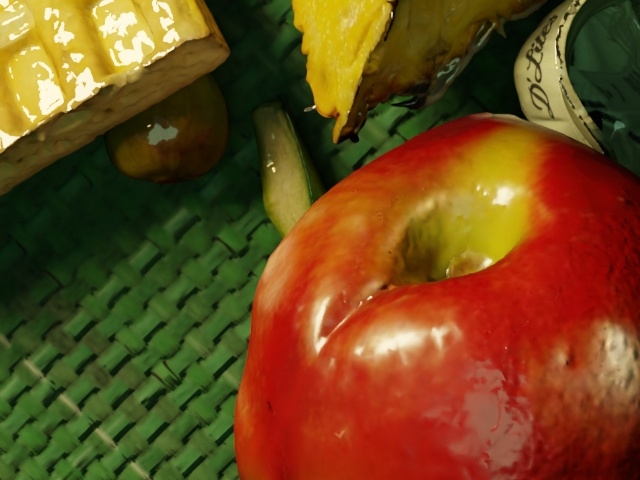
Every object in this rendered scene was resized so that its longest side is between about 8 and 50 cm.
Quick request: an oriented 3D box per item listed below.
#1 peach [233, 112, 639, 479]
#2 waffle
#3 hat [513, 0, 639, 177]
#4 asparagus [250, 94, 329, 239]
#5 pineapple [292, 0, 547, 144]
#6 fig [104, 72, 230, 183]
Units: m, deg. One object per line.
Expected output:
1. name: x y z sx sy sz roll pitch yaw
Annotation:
1. peach: 0.099 0.102 0.963 0.281 0.281 0.338 -8 136 8
2. waffle: -0.195 -0.113 1.033 0.274 0.057 0.168 -31 69 12
3. hat: 0.144 -0.078 0.991 0.081 0.166 0.122 2 85 15
4. asparagus: 0.000 0.000 1.077 0.045 0.041 0.178 -26 98 3
5. pineapple: 0.082 -0.231 0.979 0.158 0.161 0.334 -5 125 -32
6. fig: -0.090 -0.076 1.056 0.074 0.074 0.088 0 80 7
